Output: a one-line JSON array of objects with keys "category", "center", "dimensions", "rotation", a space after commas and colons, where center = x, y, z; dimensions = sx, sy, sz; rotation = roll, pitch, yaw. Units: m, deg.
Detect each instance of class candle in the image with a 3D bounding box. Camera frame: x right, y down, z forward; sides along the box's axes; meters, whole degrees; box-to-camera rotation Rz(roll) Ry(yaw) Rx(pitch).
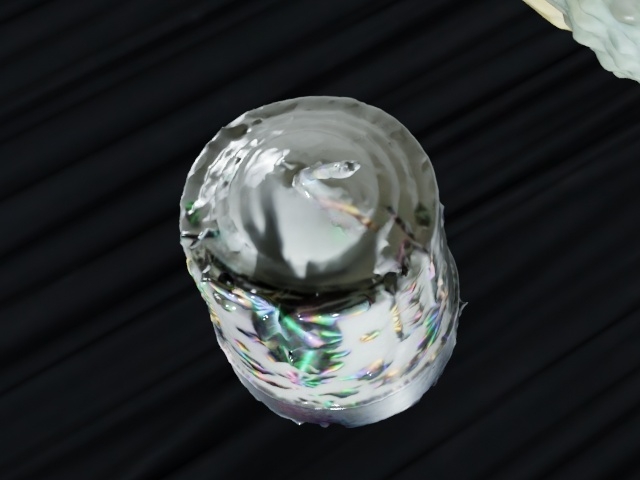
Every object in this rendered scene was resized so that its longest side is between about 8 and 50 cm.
[{"category": "candle", "center": [0.000, 0.000, 1.306], "dimensions": [0.187, 0.187, 0.330], "rotation": [48, 168, 24]}]

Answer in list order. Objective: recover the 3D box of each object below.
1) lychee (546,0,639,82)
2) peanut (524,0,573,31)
[{"category": "lychee", "center": [0.207, -0.190, 0.906], "dimensions": [0.274, 0.255, 0.255], "rotation": [48, 152, 28]}, {"category": "peanut", "center": [0.139, -0.204, 1.158], "dimensions": [0.290, 0.130, 0.130], "rotation": [33, 147, 15]}]
